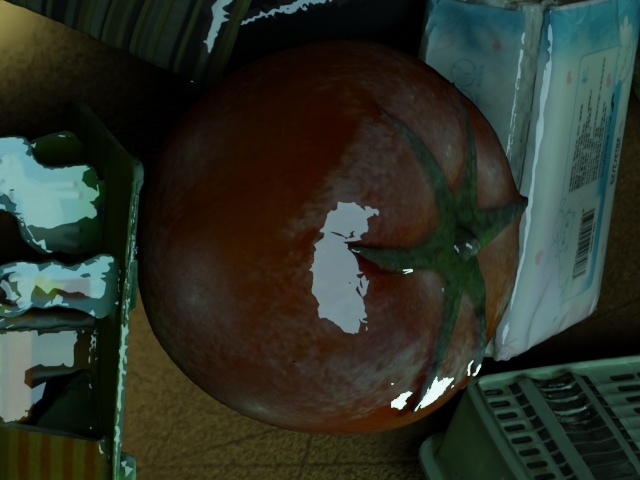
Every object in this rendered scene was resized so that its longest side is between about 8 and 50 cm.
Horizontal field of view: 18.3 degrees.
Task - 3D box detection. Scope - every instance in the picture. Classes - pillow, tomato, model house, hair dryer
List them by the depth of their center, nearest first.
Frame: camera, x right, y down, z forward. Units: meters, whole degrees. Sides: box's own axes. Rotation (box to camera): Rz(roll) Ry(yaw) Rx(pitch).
[{"bbox_3d":[-0.285,0.073,1.320,0.313,0.242,0.357,0,107,-21],"label":"model house"},{"bbox_3d":[0.000,0.000,1.323,0.265,0.265,0.265,-7,109,-22],"label":"tomato"},{"bbox_3d":[-0.142,-0.190,1.358,0.203,0.038,0.113,24,97,7],"label":"pillow"},{"bbox_3d":[-0.047,-0.248,1.417,0.197,0.089,0.251,-21,105,-14],"label":"hair dryer"}]

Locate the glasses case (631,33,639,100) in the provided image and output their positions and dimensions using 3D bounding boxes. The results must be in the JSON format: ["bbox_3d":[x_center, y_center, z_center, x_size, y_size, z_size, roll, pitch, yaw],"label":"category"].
[{"bbox_3d":[0.402,-0.256,1.553,0.156,0.098,0.425,35,94,-32],"label":"glasses case"}]

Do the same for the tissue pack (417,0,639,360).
[{"bbox_3d":[0.148,-0.064,1.492,0.201,0.124,0.271,-19,119,-57],"label":"tissue pack"}]

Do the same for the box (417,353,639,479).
[{"bbox_3d":[0.239,0.210,1.603,0.290,0.220,0.166,-5,130,-23],"label":"box"}]
